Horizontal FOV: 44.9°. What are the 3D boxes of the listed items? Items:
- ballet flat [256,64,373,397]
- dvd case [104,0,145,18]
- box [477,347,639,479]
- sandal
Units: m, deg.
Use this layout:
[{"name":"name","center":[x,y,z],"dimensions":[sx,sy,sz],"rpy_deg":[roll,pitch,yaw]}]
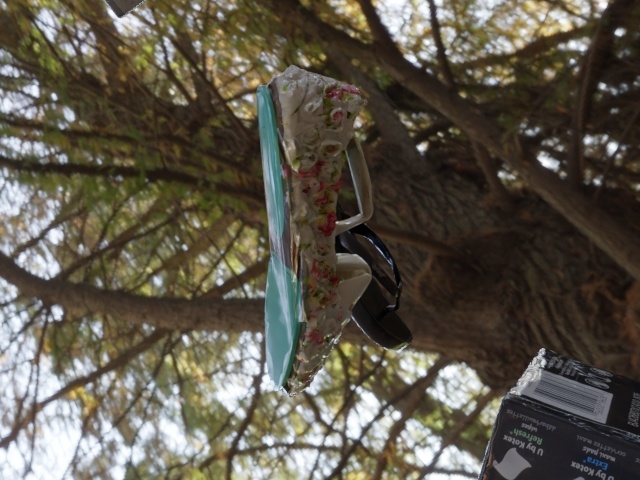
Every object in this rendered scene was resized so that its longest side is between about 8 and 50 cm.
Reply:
[{"name":"ballet flat","center":[0.000,0.000,0.542],"dimensions":[0.077,0.091,0.241],"rpy_deg":[-6,-68,-16]},{"name":"dvd case","center":[-0.169,-0.365,0.779],"dimensions":[0.239,0.029,0.179],"rpy_deg":[-30,-63,15]},{"name":"box","center":[0.182,0.241,0.574],"dimensions":[0.165,0.143,0.270],"rpy_deg":[-8,-67,-65]},{"name":"sandal","center":[0.034,0.006,0.819],"dimensions":[0.054,0.097,0.254],"rpy_deg":[-28,-83,16]}]
